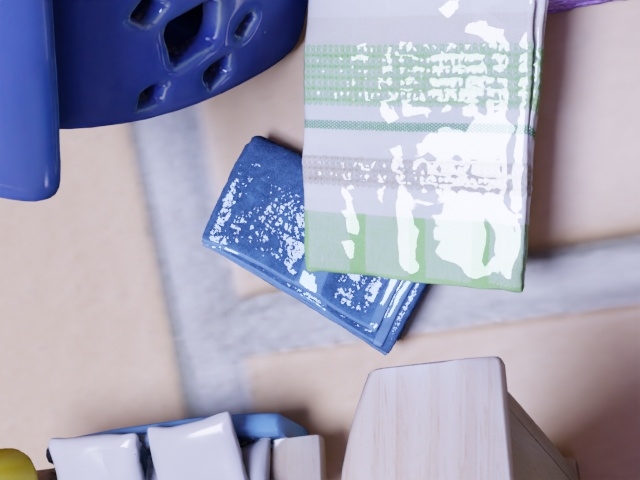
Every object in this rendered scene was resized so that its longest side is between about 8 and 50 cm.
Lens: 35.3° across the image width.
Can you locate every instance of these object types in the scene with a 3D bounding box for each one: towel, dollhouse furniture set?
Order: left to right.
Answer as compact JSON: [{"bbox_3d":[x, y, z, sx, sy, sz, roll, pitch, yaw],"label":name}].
[{"bbox_3d":[-0.049,0.199,0.403,0.303,0.198,0.286,-9,65,19],"label":"dollhouse furniture set"},{"bbox_3d":[0.000,0.000,0.509,0.119,0.029,0.067,31,106,17],"label":"towel"},{"bbox_3d":[0.045,-0.056,0.458,0.113,0.023,0.152,6,100,27],"label":"towel"}]

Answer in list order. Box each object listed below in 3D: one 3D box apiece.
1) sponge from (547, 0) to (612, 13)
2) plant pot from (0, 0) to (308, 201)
[{"bbox_3d":[0.126,-0.211,0.431,0.117,0.031,0.210,-6,93,24],"label":"sponge"},{"bbox_3d":[-0.142,-0.168,0.405,0.236,0.212,0.236,27,137,16],"label":"plant pot"}]
